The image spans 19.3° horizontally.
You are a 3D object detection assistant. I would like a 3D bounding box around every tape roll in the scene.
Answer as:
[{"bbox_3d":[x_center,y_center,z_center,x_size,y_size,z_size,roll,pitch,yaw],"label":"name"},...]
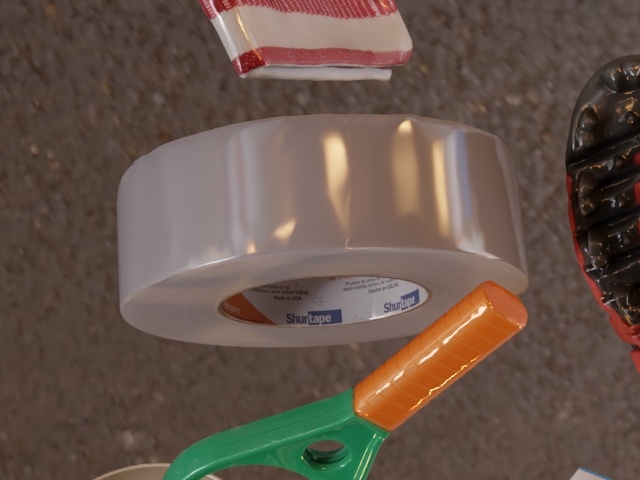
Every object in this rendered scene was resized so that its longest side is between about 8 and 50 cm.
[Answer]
[{"bbox_3d":[0.000,0.000,1.011,0.219,0.072,0.219,-4,164,-1],"label":"tape roll"}]

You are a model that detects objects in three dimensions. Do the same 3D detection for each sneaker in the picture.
[{"bbox_3d":[0.206,0.021,1.042,0.097,0.135,0.276,-19,105,16],"label":"sneaker"}]

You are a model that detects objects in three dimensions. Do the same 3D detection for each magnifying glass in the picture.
[{"bbox_3d":[0.009,0.093,0.904,0.092,0.026,0.231,31,127,-28],"label":"magnifying glass"}]

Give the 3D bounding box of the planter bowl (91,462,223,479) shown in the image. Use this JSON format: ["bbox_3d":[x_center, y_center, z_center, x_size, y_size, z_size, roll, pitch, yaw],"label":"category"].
[{"bbox_3d":[-0.107,0.243,1.238,0.162,0.162,0.109,-22,140,-9],"label":"planter bowl"}]

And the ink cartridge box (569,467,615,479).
[{"bbox_3d":[0.293,0.314,1.882,0.090,0.092,0.143,-50,130,-21],"label":"ink cartridge box"}]

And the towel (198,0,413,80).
[{"bbox_3d":[-0.062,-0.246,1.125,0.037,0.329,0.237,-29,173,23],"label":"towel"}]
